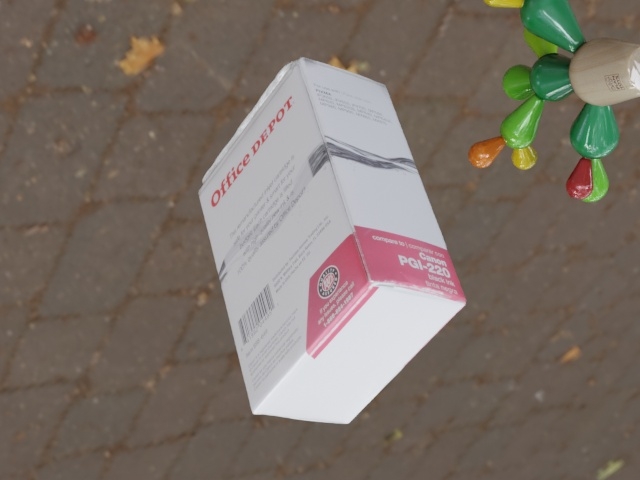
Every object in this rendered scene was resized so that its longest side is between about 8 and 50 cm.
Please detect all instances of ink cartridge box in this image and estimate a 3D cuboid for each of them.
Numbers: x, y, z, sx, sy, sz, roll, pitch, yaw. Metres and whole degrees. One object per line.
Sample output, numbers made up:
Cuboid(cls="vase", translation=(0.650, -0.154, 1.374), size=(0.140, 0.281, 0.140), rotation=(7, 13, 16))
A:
Cuboid(cls="ink cartridge box", translation=(0.000, 0.000, 1.015), size=(0.092, 0.218, 0.158), rotation=(12, 134, -34))

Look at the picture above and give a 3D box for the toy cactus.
Cuboid(cls="toy cactus", translation=(0.179, -0.125, 1.040), size=(0.112, 0.219, 0.180), rotation=(-20, -169, -23))
